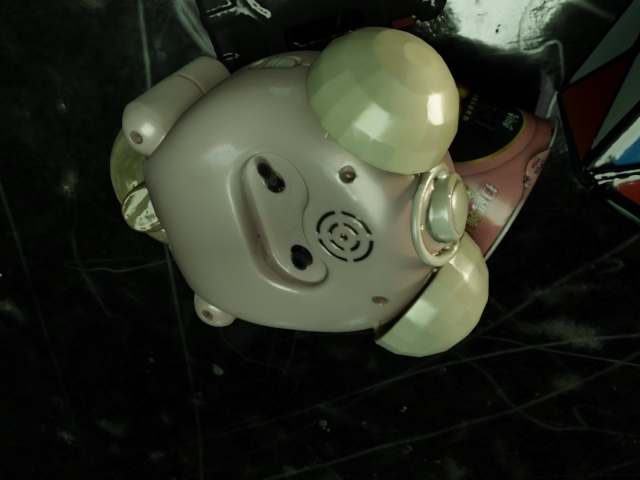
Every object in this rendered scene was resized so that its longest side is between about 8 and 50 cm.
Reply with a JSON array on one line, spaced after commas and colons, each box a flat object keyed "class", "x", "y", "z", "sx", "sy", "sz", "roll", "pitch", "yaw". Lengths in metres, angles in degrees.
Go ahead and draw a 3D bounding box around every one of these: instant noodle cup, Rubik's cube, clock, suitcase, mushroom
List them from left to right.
[{"class": "mushroom", "x": -0.176, "y": -0.070, "z": 0.992, "sx": 0.207, "sy": 0.215, "sz": 0.207, "roll": 5, "pitch": 116, "yaw": 10}, {"class": "suitcase", "x": -0.015, "y": -0.319, "z": 0.903, "sx": 0.285, "sy": 0.066, "sz": 0.206, "roll": -12, "pitch": 118, "yaw": 16}, {"class": "clock", "x": -0.002, "y": -0.041, "z": 0.809, "sx": 0.325, "sy": 0.184, "sz": 0.342, "roll": 3, "pitch": 131, "yaw": 28}, {"class": "instant noodle cup", "x": 0.111, "y": -0.100, "z": 0.937, "sx": 0.255, "sy": 0.244, "sz": 0.244, "roll": 29, "pitch": 121, "yaw": 0}, {"class": "Rubik's cube", "x": 0.426, "y": -0.140, "z": 0.834, "sx": 0.246, "sy": 0.250, "sz": 0.248, "roll": 31, "pitch": 123, "yaw": -9}]
